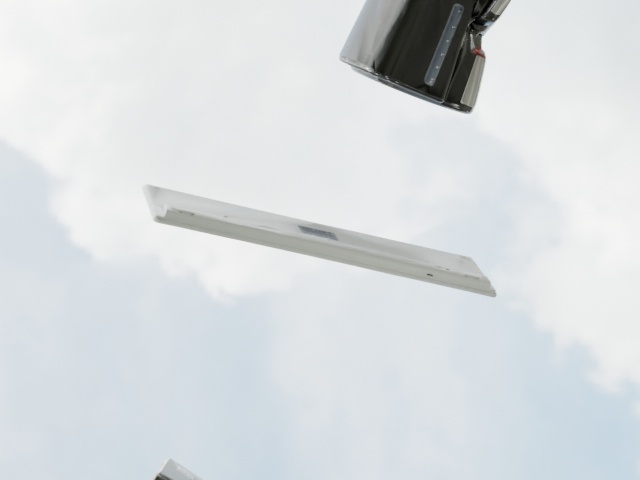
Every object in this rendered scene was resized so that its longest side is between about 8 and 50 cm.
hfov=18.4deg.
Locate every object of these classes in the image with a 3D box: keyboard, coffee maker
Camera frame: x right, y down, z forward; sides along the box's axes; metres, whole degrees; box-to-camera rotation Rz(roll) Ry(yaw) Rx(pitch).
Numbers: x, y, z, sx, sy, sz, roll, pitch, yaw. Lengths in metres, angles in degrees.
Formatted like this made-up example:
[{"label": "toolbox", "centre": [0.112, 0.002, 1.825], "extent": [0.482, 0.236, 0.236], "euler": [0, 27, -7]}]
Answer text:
[{"label": "keyboard", "centre": [0.000, 0.000, 1.402], "extent": [0.256, 0.072, 0.014], "euler": [13, -78, -16]}, {"label": "coffee maker", "centre": [0.087, -0.217, 1.700], "extent": [0.171, 0.120, 0.178], "euler": [23, -86, -4]}]

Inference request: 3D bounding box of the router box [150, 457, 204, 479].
[{"label": "router box", "centre": [-0.060, 0.352, 1.501], "extent": [0.309, 0.081, 0.243], "euler": [34, -86, 0]}]
